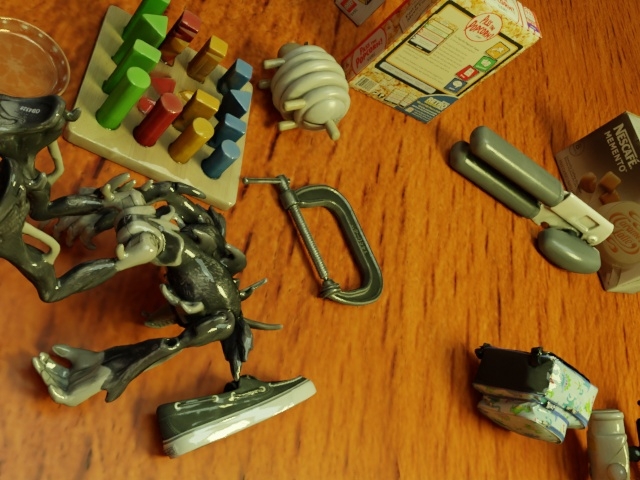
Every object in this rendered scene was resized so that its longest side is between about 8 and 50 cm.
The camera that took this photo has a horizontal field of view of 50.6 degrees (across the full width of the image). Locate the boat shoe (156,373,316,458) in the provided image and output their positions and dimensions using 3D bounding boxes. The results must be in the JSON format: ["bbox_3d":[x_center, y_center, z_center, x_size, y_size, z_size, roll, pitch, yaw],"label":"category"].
[{"bbox_3d":[-0.062,0.127,0.533,0.142,0.049,0.040,-12,74,-43],"label":"boat shoe"}]

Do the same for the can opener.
[{"bbox_3d":[0.298,-0.046,0.937,0.283,0.076,0.095,29,48,-24],"label":"can opener"}]

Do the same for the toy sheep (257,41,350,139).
[{"bbox_3d":[-0.012,-0.159,0.724,0.091,0.091,0.132,-4,63,-43],"label":"toy sheep"}]

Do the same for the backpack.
[{"bbox_3d":[0.232,0.170,0.732,0.114,0.105,0.084,29,72,-27],"label":"backpack"}]

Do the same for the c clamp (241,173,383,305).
[{"bbox_3d":[0.000,0.000,0.688,0.137,0.022,0.161,-18,77,-51],"label":"c clamp"}]

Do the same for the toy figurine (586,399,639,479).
[{"bbox_3d":[0.424,0.265,0.769,0.209,0.213,0.148,3,80,-37],"label":"toy figurine"}]

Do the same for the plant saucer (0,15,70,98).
[{"bbox_3d":[-0.249,-0.145,0.556,0.083,0.013,0.083,21,53,-30],"label":"plant saucer"}]

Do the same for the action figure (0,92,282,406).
[{"bbox_3d":[-0.142,0.017,0.471,0.275,0.141,0.164,43,29,-52],"label":"action figure"}]

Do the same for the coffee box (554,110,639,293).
[{"bbox_3d":[0.488,-0.056,1.063,0.098,0.141,0.247,7,62,-39],"label":"coffee box"}]

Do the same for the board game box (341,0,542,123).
[{"bbox_3d":[0.143,-0.232,0.824,0.146,0.193,0.045,18,55,-34],"label":"board game box"}]

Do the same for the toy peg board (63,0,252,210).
[{"bbox_3d":[-0.123,-0.137,0.615,0.160,0.079,0.161,25,52,-29],"label":"toy peg board"}]

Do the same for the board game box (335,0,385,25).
[{"bbox_3d":[0.141,-0.443,0.949,0.053,0.193,0.305,41,46,-15],"label":"board game box"}]
